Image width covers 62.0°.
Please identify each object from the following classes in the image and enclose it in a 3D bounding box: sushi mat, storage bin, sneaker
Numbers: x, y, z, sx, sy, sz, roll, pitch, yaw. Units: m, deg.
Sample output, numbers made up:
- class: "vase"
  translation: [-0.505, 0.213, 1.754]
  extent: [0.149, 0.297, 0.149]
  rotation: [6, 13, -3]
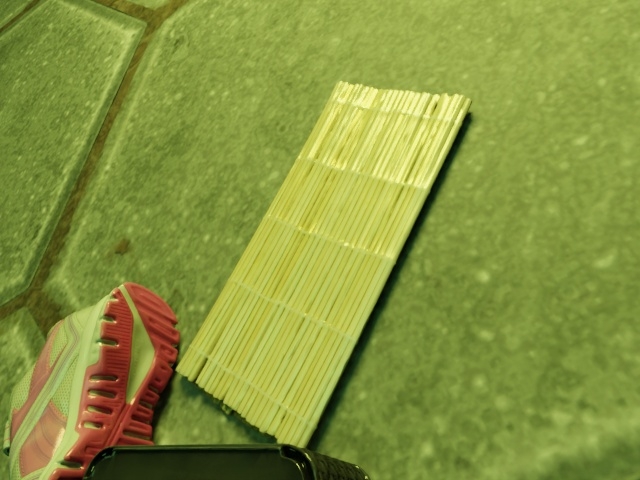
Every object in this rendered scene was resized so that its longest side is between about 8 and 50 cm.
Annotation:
- class: "sushi mat"
  translation: [0.000, 0.000, 0.448]
  extent: [0.152, 0.019, 0.316]
  rotation: [17, 73, 36]
- class: "storage bin"
  translation: [-0.065, 0.197, 0.329]
  extent: [0.180, 0.084, 0.122]
  rotation: [-12, 57, 27]
- class: "sneaker"
  translation: [-0.195, 0.162, 0.428]
  extent: [0.111, 0.103, 0.252]
  rotation: [-17, 49, 28]
